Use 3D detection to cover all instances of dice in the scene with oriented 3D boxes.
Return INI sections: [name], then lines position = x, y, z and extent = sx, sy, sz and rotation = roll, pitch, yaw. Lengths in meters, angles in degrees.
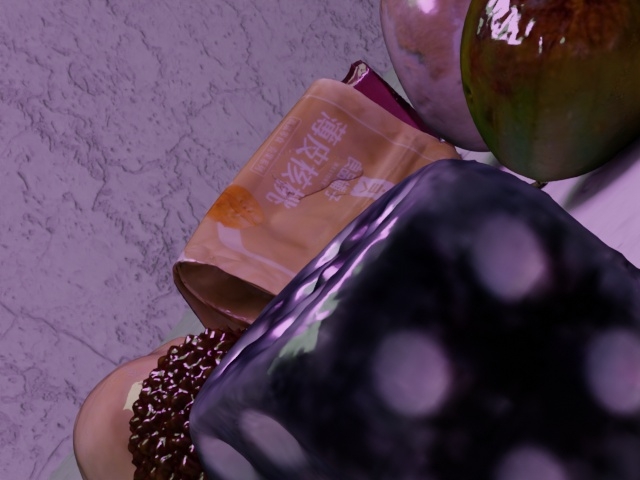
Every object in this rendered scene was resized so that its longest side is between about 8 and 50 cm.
[dice]
position = 0.058, 0.082, 0.953
extent = 0.183, 0.182, 0.181
rotation = -48, 4, -26

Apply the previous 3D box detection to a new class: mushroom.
[mushroom]
position = 0.183, -0.224, 2.014
extent = 0.243, 0.243, 0.243
rotation = -47, 6, 6

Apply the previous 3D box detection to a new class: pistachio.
[pistachio]
position = -0.118, 0.185, 1.654
extent = 0.187, 0.187, 0.299
rotation = -50, 0, -24

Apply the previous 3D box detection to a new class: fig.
[fig]
position = 0.198, -0.141, 1.540
extent = 0.181, 0.181, 0.191
rotation = -63, -8, -70

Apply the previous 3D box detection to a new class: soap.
[soap]
position = 0.073, -0.173, 2.700
extent = 0.099, 0.162, 0.250
rotation = -47, 7, 4

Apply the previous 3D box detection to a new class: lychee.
[lychee]
position = -0.059, 0.152, 1.413
extent = 0.188, 0.188, 0.188
rotation = -47, 6, 6

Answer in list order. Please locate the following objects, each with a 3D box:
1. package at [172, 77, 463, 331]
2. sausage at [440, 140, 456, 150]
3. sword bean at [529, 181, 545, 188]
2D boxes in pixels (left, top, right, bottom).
[package]
position = 0.027, -0.003, 1.895
extent = 0.165, 0.221, 0.311
rotation = -15, 27, 39
[sausage]
position = 0.147, -0.089, 2.242
extent = 0.029, 0.029, 0.223
rotation = -46, 6, 10
[sword bean]
position = 0.186, -0.046, 1.754
extent = 0.012, 0.012, 0.083
rotation = -49, 7, -19
